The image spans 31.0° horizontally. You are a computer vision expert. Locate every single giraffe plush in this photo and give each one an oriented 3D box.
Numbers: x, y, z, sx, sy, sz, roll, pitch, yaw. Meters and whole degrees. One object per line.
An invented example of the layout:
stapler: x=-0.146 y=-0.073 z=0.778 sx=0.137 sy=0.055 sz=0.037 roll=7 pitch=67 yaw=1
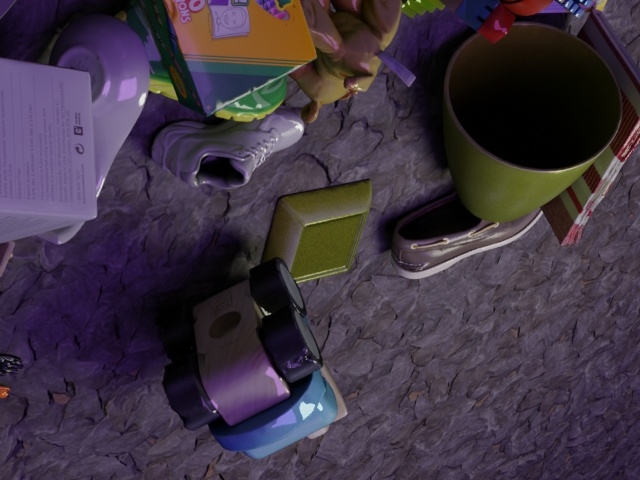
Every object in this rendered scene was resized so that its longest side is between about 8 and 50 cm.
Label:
giraffe plush: x=0.015 y=-0.259 z=1.573 sx=0.181 sy=0.210 sz=0.170 roll=-34 pitch=180 yaw=-32

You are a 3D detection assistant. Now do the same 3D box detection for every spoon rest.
spoon rest: x=-0.284 y=-0.135 z=1.390 sx=0.084 sy=0.137 sz=0.276 roll=-13 pitch=124 yaw=-68

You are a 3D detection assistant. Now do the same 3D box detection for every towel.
towel: x=0.435 y=-0.184 z=1.923 sx=0.037 sy=0.237 sz=0.329 roll=0 pitch=137 yaw=-23

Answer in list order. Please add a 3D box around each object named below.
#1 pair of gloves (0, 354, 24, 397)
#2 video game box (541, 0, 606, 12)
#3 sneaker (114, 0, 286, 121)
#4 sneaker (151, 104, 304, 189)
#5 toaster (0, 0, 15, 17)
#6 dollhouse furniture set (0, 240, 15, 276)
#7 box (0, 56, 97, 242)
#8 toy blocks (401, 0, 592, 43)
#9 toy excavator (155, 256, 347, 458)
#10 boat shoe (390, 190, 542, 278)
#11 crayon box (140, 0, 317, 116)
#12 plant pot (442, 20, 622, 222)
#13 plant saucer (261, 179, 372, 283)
pair of gloves: x=-0.481 y=0.201 z=1.703 sx=0.074 sy=0.010 sz=0.083 roll=13 pitch=116 yaw=-47
video game box: x=0.402 y=-0.447 z=1.808 sx=0.205 sy=0.048 sz=0.187 roll=-9 pitch=132 yaw=-37
sneaker: x=-0.141 y=-0.235 z=1.475 sx=0.295 sy=0.109 sz=0.123 roll=10 pitch=125 yaw=-47
sneaker: x=-0.112 y=-0.119 z=1.617 sx=0.232 sy=0.115 sz=0.090 roll=-20 pitch=139 yaw=-27
toaster: x=-0.356 y=-0.297 z=1.151 sx=0.185 sy=0.110 sz=0.168 roll=40 pitch=100 yaw=-20
dollhouse furniture set: x=-0.347 y=-0.045 z=1.471 sx=0.151 sy=0.123 sz=0.144 roll=3 pitch=126 yaw=-44
box: x=-0.440 y=-0.097 z=1.213 sx=0.345 sy=0.168 sz=0.215 roll=3 pitch=170 yaw=-45
toy blocks: x=0.285 y=-0.410 z=1.555 sx=0.381 sy=0.261 sz=0.190 roll=-51 pitch=143 yaw=14
toy excavator: x=-0.067 y=0.242 z=1.895 sx=0.222 sy=0.433 sz=0.445 roll=-27 pitch=120 yaw=5
boat shoe: x=0.269 y=-0.044 z=2.054 sx=0.324 sy=0.117 sz=0.097 roll=-25 pitch=145 yaw=-12
crayon box: x=-0.127 y=-0.308 z=1.347 sx=0.165 sy=0.081 sz=0.279 roll=-31 pitch=120 yaw=-20
plant pot: x=0.312 y=-0.158 z=1.883 sx=0.274 sy=0.275 sz=0.293 roll=-28 pitch=159 yaw=-18
plant saucer: x=0.000 y=0.000 z=1.906 sx=0.188 sy=0.045 sz=0.188 roll=-13 pitch=136 yaw=-33
